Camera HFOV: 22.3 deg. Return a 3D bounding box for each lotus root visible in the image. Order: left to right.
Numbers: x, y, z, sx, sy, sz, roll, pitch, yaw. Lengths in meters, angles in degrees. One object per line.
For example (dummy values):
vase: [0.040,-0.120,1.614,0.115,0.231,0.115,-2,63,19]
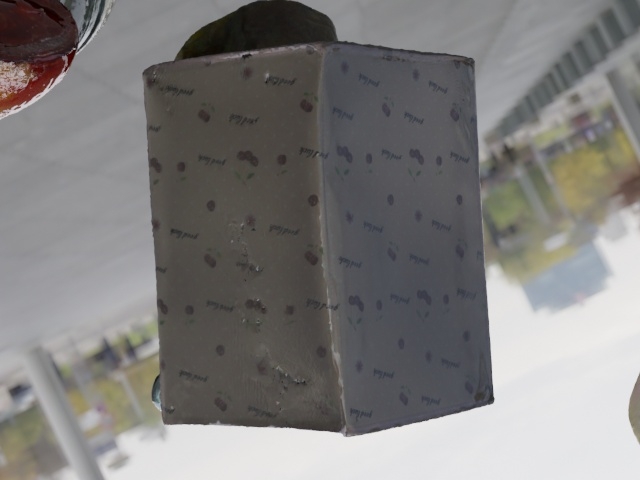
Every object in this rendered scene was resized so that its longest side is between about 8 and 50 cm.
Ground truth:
lotus root: [-0.086,-0.186,1.928,0.235,0.138,0.119,-34,-138,14]

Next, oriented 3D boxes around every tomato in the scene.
tomato: [-0.359,-0.182,1.558,0.200,0.233,0.140,-76,-171,-63]

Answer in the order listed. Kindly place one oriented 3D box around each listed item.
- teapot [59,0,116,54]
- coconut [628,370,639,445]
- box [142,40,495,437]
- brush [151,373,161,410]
teapot: [-0.325,-0.367,1.915,0.239,0.239,0.322,-53,167,-65]
coconut: [0.452,0.173,1.727,0.237,0.237,0.197,-26,161,24]
box: [0.000,0.000,1.324,0.190,0.297,0.225,-4,180,35]
brush: [-0.052,0.154,1.699,0.060,0.068,0.297,22,-164,39]
